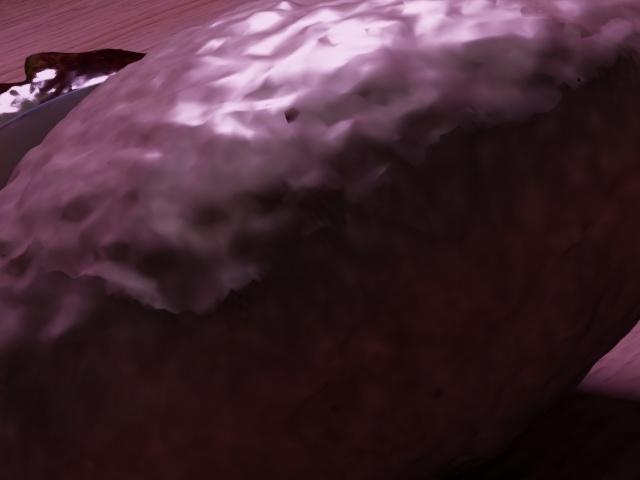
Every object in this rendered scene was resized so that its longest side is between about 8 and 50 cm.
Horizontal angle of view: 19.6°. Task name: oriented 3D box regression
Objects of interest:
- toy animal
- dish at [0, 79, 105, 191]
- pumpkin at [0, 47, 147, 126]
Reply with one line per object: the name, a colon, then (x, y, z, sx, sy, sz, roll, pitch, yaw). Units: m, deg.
toy animal: (-0.006, 0.003, 0.717, 0.358, 0.188, 0.226, -26, 26, -14)
dish: (-0.081, 0.009, 0.899, 0.236, 0.086, 0.228, -19, -21, -1)
pumpkin: (-0.101, -0.058, 1.068, 0.149, 0.130, 0.254, -8, 13, 45)
